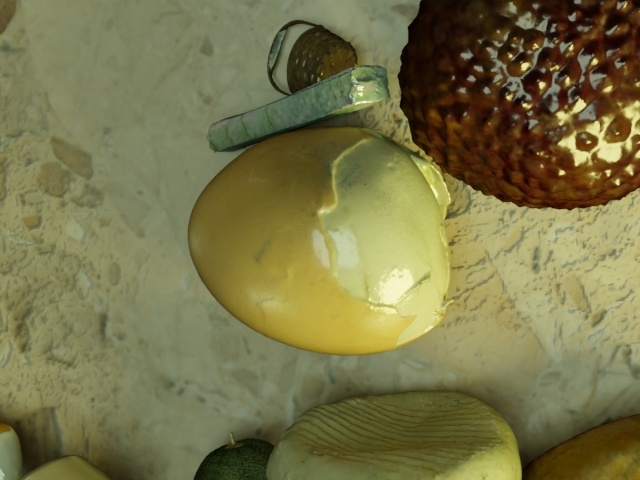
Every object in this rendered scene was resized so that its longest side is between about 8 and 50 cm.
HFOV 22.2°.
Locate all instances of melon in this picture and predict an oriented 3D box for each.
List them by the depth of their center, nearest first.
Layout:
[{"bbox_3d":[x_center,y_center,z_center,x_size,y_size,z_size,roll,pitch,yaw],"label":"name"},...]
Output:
[{"bbox_3d":[-0.064,0.258,1.519,0.114,0.114,0.167,-14,96,11],"label":"melon"}]

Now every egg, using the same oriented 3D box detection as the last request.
[{"bbox_3d":[0.000,0.000,1.438,0.244,0.201,0.201,3,97,20],"label":"egg"}]

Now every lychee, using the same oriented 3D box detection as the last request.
[{"bbox_3d":[0.197,-0.149,1.370,0.260,0.260,0.260,1,96,10],"label":"lychee"}]

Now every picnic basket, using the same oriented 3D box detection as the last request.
[{"bbox_3d":[-0.013,-0.164,1.495,0.083,0.072,0.072,22,101,35],"label":"picnic basket"}]

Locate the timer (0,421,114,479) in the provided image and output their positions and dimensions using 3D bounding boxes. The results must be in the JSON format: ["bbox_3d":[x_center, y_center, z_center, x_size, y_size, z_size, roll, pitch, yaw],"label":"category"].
[{"bbox_3d":[-0.320,0.218,1.557,0.266,0.175,0.175,45,102,19],"label":"timer"}]

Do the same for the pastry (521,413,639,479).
[{"bbox_3d":[0.311,0.321,1.439,0.356,0.164,0.356,1,95,12],"label":"pastry"}]

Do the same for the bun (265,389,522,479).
[{"bbox_3d":[0.072,0.219,1.447,0.231,0.231,0.133,-3,107,10],"label":"bun"}]

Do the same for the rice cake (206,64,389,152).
[{"bbox_3d":[-0.025,-0.115,1.453,0.211,0.043,0.034,-15,86,45],"label":"rice cake"}]
